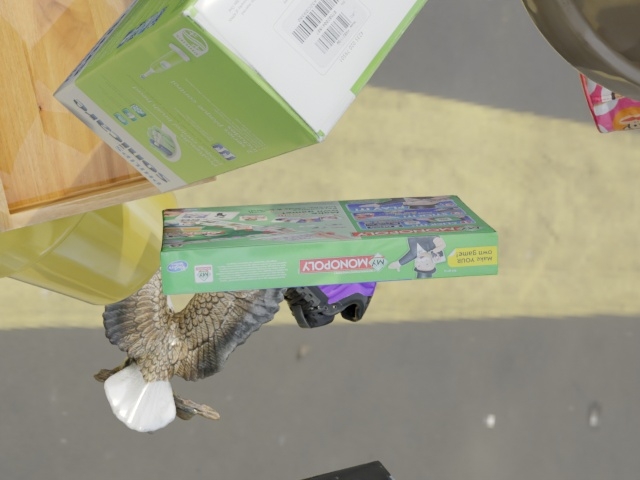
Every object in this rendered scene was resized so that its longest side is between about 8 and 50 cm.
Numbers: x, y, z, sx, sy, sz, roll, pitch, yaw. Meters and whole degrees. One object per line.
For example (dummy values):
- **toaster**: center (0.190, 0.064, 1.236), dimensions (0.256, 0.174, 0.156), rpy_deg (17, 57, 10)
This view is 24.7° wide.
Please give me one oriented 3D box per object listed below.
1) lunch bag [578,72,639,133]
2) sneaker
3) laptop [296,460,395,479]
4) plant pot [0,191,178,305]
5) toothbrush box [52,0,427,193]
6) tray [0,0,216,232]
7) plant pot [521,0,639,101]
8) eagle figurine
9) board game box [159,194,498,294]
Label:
- **lunch bag**: center (0.406, -0.302, 1.925), dimensions (0.258, 0.120, 0.293), rpy_deg (-44, 123, -61)
- **sneaker**: center (-0.023, 0.062, 2.249), dimensions (0.293, 0.102, 0.146), rpy_deg (17, 82, -39)
- **laptop**: center (0.088, 0.491, 1.774), dimensions (0.236, 0.382, 0.408), rpy_deg (-48, 158, 19)
- **plant pot**: center (-0.289, -0.050, 1.578), dimensions (0.239, 0.254, 0.254), rpy_deg (40, 63, -43)
- **toothbrush box**: center (-0.045, -0.160, 1.017), dimensions (0.122, 0.283, 0.206), rpy_deg (43, 68, -18)
- **tray**: center (-0.241, -0.232, 1.312), dimensions (0.203, 0.076, 0.411), rpy_deg (-14, 99, -13)
- **plant pot**: center (0.328, -0.259, 1.056), dimensions (0.323, 0.280, 0.323), rpy_deg (-1, 95, -14)
- **eagle figurine**: center (-0.203, 0.100, 2.011), dimensions (0.226, 0.225, 0.298), rpy_deg (-3, 126, -50)
- **board game box**: center (0.000, 0.000, 1.458), dimensions (0.317, 0.213, 0.046), rpy_deg (-3, 103, -5)
